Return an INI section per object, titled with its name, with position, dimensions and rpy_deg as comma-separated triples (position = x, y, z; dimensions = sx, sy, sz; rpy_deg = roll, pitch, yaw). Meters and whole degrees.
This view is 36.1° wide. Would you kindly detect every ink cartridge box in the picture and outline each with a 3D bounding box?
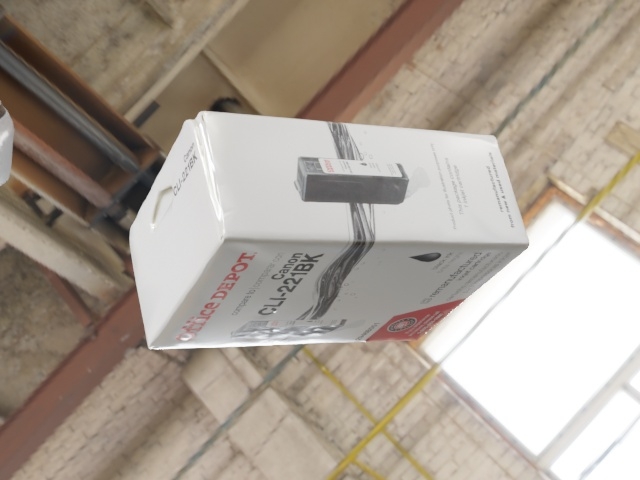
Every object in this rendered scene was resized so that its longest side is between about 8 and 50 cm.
[ink cartridge box]
position = 0.000, 0.000, 0.821
dimensions = 0.272, 0.114, 0.197
rpy_deg = 2, -30, -27

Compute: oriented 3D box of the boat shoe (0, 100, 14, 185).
[boat shoe]
position = -0.210, -0.068, 0.252
dimensions = 0.301, 0.108, 0.102
rpy_deg = 4, -80, -49
